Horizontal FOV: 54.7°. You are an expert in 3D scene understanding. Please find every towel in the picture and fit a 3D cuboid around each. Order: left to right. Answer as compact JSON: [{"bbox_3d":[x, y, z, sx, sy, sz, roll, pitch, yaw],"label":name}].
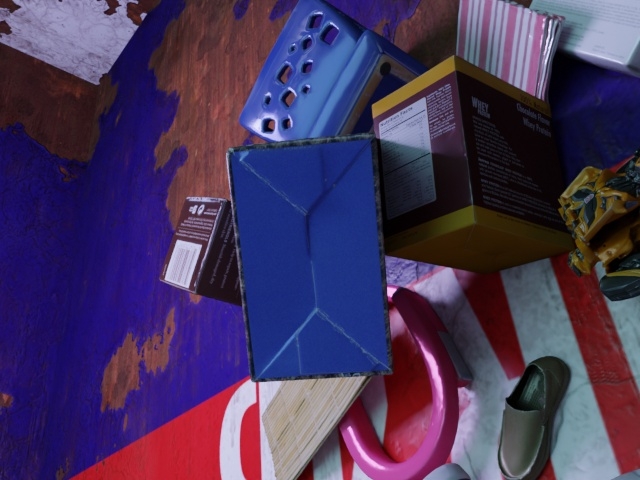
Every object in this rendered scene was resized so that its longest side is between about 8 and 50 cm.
[{"bbox_3d":[0.246,-0.252,0.838,0.197,0.029,0.144,-128,29,-51],"label":"towel"}]

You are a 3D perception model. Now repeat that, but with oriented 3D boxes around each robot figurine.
[{"bbox_3d":[0.342,-0.072,0.575,0.291,0.085,0.211,-45,12,24],"label":"robot figurine"}]

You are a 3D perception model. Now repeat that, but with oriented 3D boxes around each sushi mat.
[{"bbox_3d":[-0.016,0.240,0.939,0.316,0.019,0.151,-61,32,34],"label":"sushi mat"}]

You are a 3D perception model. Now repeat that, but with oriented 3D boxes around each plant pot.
[{"bbox_3d":[0.051,-0.209,0.967,0.212,0.236,0.236,42,108,46],"label":"plant pot"}]

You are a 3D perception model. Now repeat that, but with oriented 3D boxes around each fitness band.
[{"bbox_3d":[0.094,0.189,0.852,0.209,0.054,0.291,-52,37,24],"label":"fitness band"}]

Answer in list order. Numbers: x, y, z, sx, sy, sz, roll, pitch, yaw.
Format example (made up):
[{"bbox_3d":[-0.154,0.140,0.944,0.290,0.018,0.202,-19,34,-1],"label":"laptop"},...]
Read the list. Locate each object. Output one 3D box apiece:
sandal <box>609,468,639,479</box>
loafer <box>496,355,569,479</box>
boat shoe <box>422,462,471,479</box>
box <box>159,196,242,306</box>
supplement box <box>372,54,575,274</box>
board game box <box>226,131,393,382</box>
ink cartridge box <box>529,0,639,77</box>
[{"bbox_3d":[0.241,0.345,0.538,0.416,0.102,0.169,-46,24,14],"label":"sandal"},{"bbox_3d":[0.223,0.194,0.676,0.056,0.050,0.148,11,82,55],"label":"loafer"},{"bbox_3d":[0.116,0.382,0.690,0.088,0.096,0.268,34,102,50],"label":"boat shoe"},{"bbox_3d":[-0.152,0.031,1.130,0.168,0.203,0.167,7,79,54],"label":"box"},{"bbox_3d":[0.179,-0.077,0.731,0.129,0.191,0.194,-22,64,47],"label":"supplement box"},{"bbox_3d":[0.000,0.000,0.718,0.291,0.141,0.232,-66,-28,-81],"label":"board game box"},{"bbox_3d":[0.359,-0.326,0.729,0.232,0.066,0.189,-64,34,16],"label":"ink cartridge box"}]
